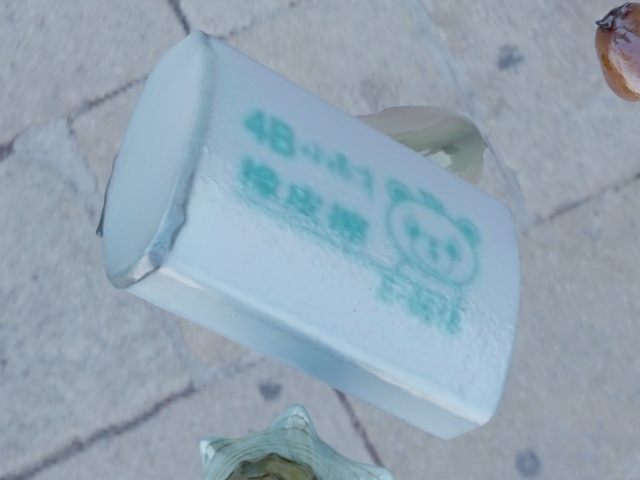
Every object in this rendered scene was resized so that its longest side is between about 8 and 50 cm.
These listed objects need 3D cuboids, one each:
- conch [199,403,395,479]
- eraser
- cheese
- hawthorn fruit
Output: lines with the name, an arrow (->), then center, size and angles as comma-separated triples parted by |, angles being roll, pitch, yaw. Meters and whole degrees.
conch -> -0.007, 0.174, 1.164 | 0.137, 0.234, 0.114 | 31, 97, 30
eraser -> 0.000, 0.000, 1.217 | 0.290, 0.189, 0.104 | 27, 138, -29
cheese -> 0.012, -0.069, 1.671 | 0.286, 0.163, 0.082 | -8, 106, -21
hawthorn fruit -> 0.282, -0.172, 1.594 | 0.081, 0.081, 0.093 | -33, 117, 10
